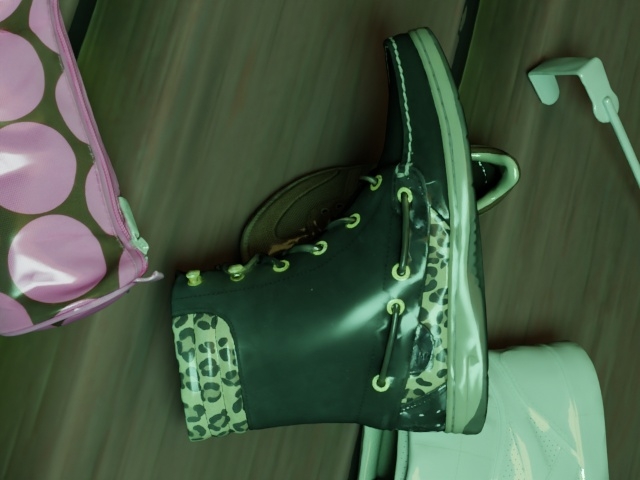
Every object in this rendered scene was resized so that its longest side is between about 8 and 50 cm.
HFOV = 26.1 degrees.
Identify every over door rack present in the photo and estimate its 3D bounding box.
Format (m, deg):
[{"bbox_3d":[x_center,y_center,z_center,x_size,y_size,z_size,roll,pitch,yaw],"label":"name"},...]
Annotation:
[{"bbox_3d":[0.329,-0.054,0.983,0.239,0.108,0.324,-38,100,-24],"label":"over door rack"}]

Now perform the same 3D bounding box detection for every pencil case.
[{"bbox_3d":[-0.164,-0.057,0.765,0.098,0.095,0.209,-18,95,10],"label":"pencil case"}]

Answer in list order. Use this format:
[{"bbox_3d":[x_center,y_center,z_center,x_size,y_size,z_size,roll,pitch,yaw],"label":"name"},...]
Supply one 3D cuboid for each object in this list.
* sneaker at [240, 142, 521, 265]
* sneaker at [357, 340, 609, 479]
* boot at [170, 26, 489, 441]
[{"bbox_3d":[0.040,-0.023,0.865,0.188,0.071,0.066,-24,95,-25],"label":"sneaker"},{"bbox_3d":[0.098,0.212,0.857,0.169,0.108,0.292,-1,76,-23],"label":"sneaker"},{"bbox_3d":[0.000,0.001,0.794,0.179,0.085,0.236,-6,88,1],"label":"boot"}]
